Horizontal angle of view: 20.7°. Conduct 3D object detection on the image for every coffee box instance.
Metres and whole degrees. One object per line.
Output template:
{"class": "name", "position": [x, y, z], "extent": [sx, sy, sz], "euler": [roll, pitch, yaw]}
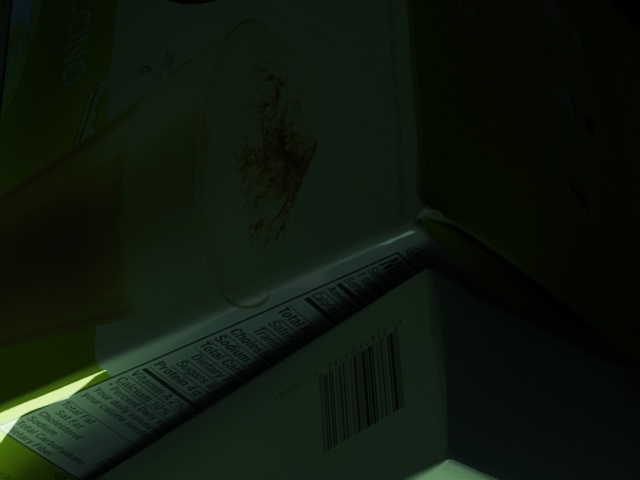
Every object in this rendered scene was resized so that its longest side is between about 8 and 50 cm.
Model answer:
{"class": "coffee box", "position": [0.000, 0.000, 0.962], "extent": [0.334, 0.338, 0.338], "euler": [-24, 137, 27]}

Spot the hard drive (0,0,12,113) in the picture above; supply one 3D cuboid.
{"class": "hard drive", "position": [-0.316, -0.126, 0.888], "extent": [0.318, 0.210, 0.040], "euler": [-4, 144, 3]}

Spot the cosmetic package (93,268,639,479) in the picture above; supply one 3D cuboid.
{"class": "cosmetic package", "position": [0.027, 0.181, 0.845], "extent": [0.284, 0.097, 0.377], "euler": [24, 137, -34]}
